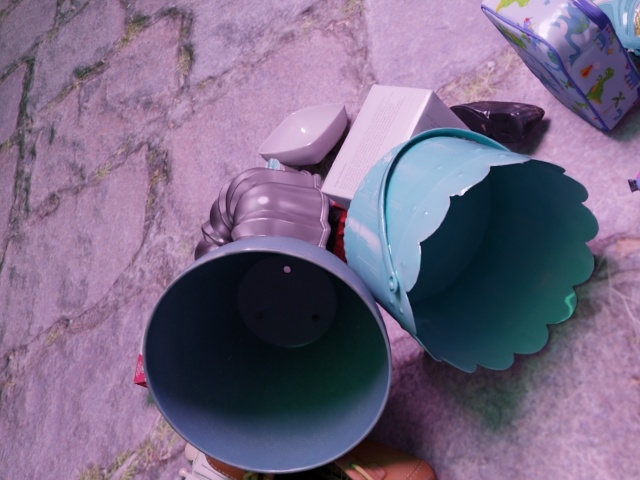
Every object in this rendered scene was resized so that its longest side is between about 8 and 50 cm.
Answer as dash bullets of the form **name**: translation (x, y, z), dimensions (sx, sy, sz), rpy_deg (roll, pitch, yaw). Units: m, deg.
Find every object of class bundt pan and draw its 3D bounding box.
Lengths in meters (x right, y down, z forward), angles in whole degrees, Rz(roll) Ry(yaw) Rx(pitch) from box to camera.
- **bundt pan**: translation (-0.116, 0.031, 1.221), dimensions (0.331, 0.124, 0.331), rpy_deg (-47, 35, 48)

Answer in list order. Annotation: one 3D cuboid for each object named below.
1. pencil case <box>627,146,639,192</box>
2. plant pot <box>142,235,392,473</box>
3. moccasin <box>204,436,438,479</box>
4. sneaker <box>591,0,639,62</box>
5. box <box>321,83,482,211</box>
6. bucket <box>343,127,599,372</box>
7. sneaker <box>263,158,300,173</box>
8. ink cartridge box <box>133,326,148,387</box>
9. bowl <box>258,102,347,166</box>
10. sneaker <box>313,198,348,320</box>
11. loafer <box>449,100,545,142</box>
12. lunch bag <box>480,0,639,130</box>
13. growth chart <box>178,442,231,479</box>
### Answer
- **pencil case**: translation (0.423, -0.004, 0.848), dimensions (0.104, 0.104, 0.236), rpy_deg (-31, 49, 25)
- **plant pot**: translation (-0.053, 0.113, 0.983), dimensions (0.290, 0.290, 0.195), rpy_deg (-40, 11, 17)
- **moccasin**: translation (-0.031, 0.313, 1.031), dimensions (0.380, 0.147, 0.139), rpy_deg (13, 100, 43)
- **sneaker**: translation (0.436, -0.278, 1.011), dimensions (0.110, 0.107, 0.275), rpy_deg (-60, 29, 14)
- **box**: translation (0.127, -0.099, 1.118), dimensions (0.119, 0.181, 0.182), rpy_deg (18, 79, 46)
- **bucket**: translation (0.175, 0.004, 0.955), dimensions (0.281, 0.281, 0.183), rpy_deg (-56, 37, 1)
- **sneaker**: translation (-0.083, -0.080, 1.393), dimensions (0.166, 0.076, 0.065), rpy_deg (-43, 42, 53)
- **ink cartridge box**: translation (-0.250, 0.200, 1.375), dimensions (0.150, 0.063, 0.109), rpy_deg (-15, 56, 36)
- **bowl**: translation (-0.025, -0.180, 1.380), dimensions (0.142, 0.053, 0.142), rpy_deg (0, 40, 41)
- **sneaker**: translation (0.000, 0.000, 1.236), dimensions (0.125, 0.104, 0.262), rpy_deg (8, 71, 47)
- **loafer**: translation (0.255, -0.178, 1.152), dimensions (0.061, 0.062, 0.170), rpy_deg (-26, 27, -25)
- **lunch bag**: translation (0.313, -0.251, 1.009), dimensions (0.090, 0.219, 0.176), rpy_deg (-47, 42, 10)
- **growth chart**: translation (-0.133, 0.301, 1.236), dimensions (0.172, 0.021, 0.237), rpy_deg (25, 84, 48)
